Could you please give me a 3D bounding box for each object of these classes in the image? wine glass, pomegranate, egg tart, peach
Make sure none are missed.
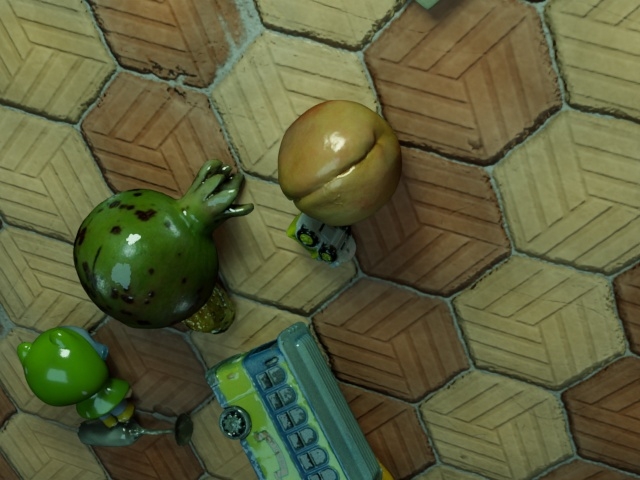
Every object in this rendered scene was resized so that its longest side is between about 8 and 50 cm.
[{"bbox_3d":[-0.387,0.390,1.748,0.262,0.074,0.074,-7,119,24],"label":"wine glass"},{"bbox_3d":[-0.255,0.002,1.347,0.242,0.242,0.306,34,123,-5],"label":"pomegranate"},{"bbox_3d":[-0.215,0.119,1.522,0.130,0.052,0.130,10,123,15],"label":"egg tart"},{"bbox_3d":[0.030,-0.112,1.217,0.184,0.184,0.184,9,124,13],"label":"peach"}]

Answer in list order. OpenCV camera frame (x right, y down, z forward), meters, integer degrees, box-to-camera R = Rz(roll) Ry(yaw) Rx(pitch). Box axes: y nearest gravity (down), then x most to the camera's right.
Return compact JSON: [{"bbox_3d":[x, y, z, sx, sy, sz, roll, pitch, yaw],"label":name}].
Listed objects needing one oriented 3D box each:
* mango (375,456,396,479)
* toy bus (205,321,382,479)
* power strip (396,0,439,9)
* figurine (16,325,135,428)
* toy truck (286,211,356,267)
[{"bbox_3d":[0.021,0.475,1.616,0.290,0.160,0.191,38,133,-3],"label":"mango"},{"bbox_3d":[-0.044,0.318,1.458,0.190,0.152,0.312,-28,87,18],"label":"toy bus"},{"bbox_3d":[0.176,-0.377,1.079,0.080,0.029,0.227,45,124,-13],"label":"power strip"},{"bbox_3d":[-0.464,0.270,1.658,0.162,0.143,0.263,-17,127,24],"label":"figurine"},{"bbox_3d":[0.000,0.000,1.364,0.111,0.076,0.077,43,142,-14],"label":"toy truck"}]
